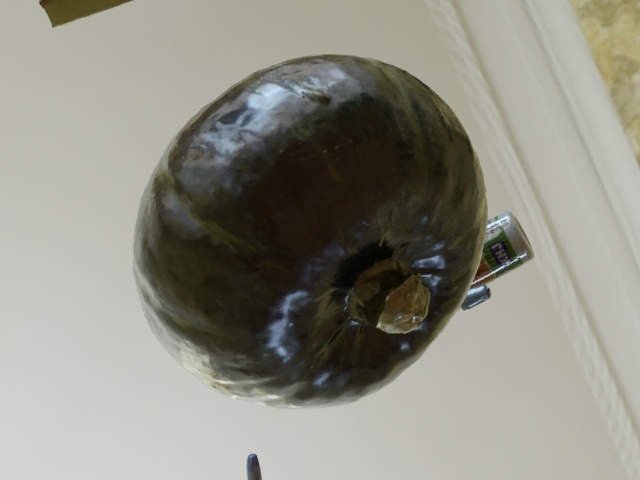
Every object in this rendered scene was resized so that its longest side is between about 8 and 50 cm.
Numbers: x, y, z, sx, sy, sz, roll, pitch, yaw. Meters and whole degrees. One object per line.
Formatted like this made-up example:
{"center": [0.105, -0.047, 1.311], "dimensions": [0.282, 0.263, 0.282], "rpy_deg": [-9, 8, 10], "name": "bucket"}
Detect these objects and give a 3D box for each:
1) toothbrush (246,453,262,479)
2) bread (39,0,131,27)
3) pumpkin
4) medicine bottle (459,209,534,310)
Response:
{"center": [-0.050, 0.374, 1.374], "dimensions": [0.027, 0.021, 0.269], "rpy_deg": [-33, -68, -67], "name": "toothbrush"}
{"center": [-0.223, -0.320, 1.426], "dimensions": [0.226, 0.088, 0.049], "rpy_deg": [-17, -62, 7], "name": "bread"}
{"center": [-0.002, -0.002, 0.531], "dimensions": [0.167, 0.125, 0.167], "rpy_deg": [-6, -61, -11], "name": "pumpkin"}
{"center": [0.123, 0.052, 1.274], "dimensions": [0.061, 0.221, 0.092], "rpy_deg": [54, -165, -31], "name": "medicine bottle"}
